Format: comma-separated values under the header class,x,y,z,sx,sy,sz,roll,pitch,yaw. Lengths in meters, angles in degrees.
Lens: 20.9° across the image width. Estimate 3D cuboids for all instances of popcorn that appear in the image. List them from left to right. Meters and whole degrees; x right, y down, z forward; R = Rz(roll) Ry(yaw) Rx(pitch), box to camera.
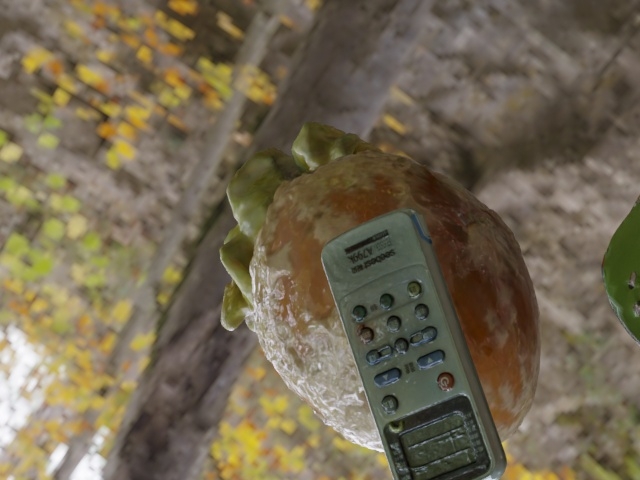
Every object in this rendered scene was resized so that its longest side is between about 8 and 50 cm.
class,x,y,z,sx,sy,sz,roll,pitch,yaw
popcorn,-0.001,-0.001,1.464,0.167,0.187,0.185,36,-118,-40

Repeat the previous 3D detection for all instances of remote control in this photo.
class,x,y,z,sx,sy,sz,roll,pitch,yaw
remote control,0.039,0.050,0.741,0.018,0.053,0.124,7,-117,-62

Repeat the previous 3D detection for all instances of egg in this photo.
class,x,y,z,sx,sy,sz,roll,pitch,yaw
egg,0.054,0.047,1.208,0.233,0.195,0.195,43,-146,11

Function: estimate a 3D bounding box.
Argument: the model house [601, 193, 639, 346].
class,x,y,z,sx,sy,sz,roll,pitch,yaw
model house,0.340,0.029,1.040,0.294,0.207,0.154,35,-163,19
